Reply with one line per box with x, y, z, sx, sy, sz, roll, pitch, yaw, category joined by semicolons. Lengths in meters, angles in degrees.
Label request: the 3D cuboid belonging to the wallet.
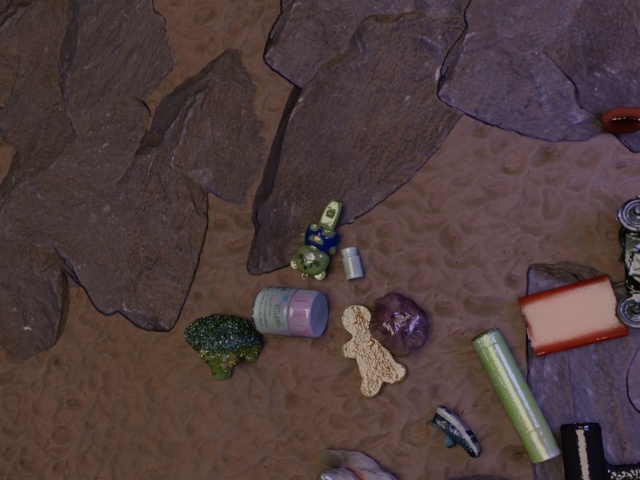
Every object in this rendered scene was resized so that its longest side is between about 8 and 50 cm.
0.565;0.170;1.397;0.204;0.045;0.142;-19;74;20;wallet

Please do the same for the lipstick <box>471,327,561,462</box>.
0.441;0.349;1.415;0.076;0.076;0.304;-29;73;18;lipstick

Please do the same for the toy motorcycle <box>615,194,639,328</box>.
0.676;0.035;1.274;0.127;0.205;0.275;-1;71;24;toy motorcycle

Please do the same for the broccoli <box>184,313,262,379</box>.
-0.272;0.301;1.722;0.219;0.194;0.194;2;84;1;broccoli

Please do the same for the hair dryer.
0.645;0.485;1.312;0.251;0.089;0.197;-6;78;14;hair dryer

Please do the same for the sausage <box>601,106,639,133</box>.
0.684;-0.271;1.396;0.094;0.059;0.054;2;41;25;sausage

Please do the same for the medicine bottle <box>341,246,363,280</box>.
0.083;0.062;1.627;0.047;0.047;0.083;-16;76;22;medicine bottle

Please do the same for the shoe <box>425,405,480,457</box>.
0.317;0.458;1.462;0.143;0.064;0.071;44;100;25;shoe

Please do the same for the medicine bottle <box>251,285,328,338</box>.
-0.078;0.190;1.636;0.168;0.135;0.135;3;84;25;medicine bottle

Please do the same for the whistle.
0.000;0.000;1.653;0.105;0.085;0.227;24;93;16;whistle

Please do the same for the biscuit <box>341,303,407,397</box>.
0.127;0.271;1.589;0.153;0.030;0.234;-31;72;13;biscuit

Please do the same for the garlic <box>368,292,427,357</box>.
0.192;0.203;1.516;0.147;0.102;0.159;-14;68;-16;garlic

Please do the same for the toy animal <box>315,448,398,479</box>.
0.102;0.669;1.473;0.266;0.188;0.308;-3;78;15;toy animal
